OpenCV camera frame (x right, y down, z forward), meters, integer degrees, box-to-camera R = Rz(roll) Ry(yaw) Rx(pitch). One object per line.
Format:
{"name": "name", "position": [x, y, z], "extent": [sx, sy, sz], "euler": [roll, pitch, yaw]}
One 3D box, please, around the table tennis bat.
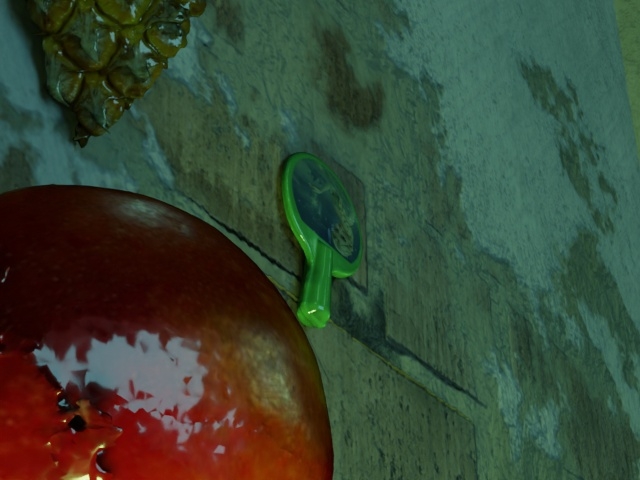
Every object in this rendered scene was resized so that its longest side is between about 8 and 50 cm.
{"name": "table tennis bat", "position": [0.000, 0.000, 1.746], "extent": [0.160, 0.039, 0.257], "euler": [45, 34, -34]}

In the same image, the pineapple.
{"name": "pineapple", "position": [-0.200, -0.278, 1.448], "extent": [0.158, 0.161, 0.335], "euler": [47, 38, -33]}

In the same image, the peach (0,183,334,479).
{"name": "peach", "position": [-0.166, 0.135, 1.036], "extent": [0.370, 0.370, 0.370], "euler": [39, 41, -44]}
